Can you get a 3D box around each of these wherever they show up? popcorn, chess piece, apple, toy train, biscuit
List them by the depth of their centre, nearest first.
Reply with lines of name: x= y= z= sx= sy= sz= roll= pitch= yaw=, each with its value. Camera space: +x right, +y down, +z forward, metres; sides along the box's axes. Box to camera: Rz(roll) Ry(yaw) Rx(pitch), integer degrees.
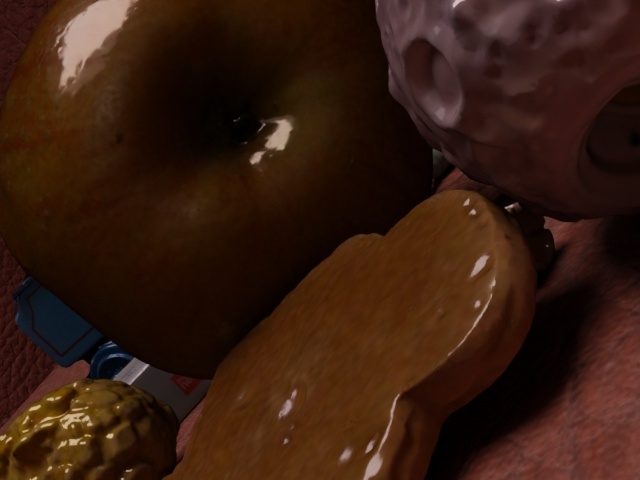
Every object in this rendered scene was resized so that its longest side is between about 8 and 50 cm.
biscuit: x=-0.009 y=0.120 z=0.559 sx=0.376 sy=0.051 sz=0.269 roll=-44 pitch=20 yaw=26
chess piece: x=0.099 y=0.014 z=0.622 sx=0.122 sy=0.066 sz=0.066 roll=-27 pitch=18 yaw=48
apple: x=-0.095 y=-0.073 z=0.803 sx=0.400 sy=0.400 sz=0.333 roll=-42 pitch=-4 yaw=5
popcorn: x=-0.216 y=0.209 z=0.844 sx=0.180 sy=0.180 sz=0.170 roll=-43 pitch=34 yaw=3
toy train: x=-0.267 y=0.072 z=1.270 sx=0.300 sy=0.265 sz=0.188 roll=-40 pitch=10 yaw=26

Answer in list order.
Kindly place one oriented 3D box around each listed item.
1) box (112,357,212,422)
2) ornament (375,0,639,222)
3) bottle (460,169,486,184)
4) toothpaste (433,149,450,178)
box: x=-0.245 y=0.229 z=1.051 sx=0.269 sy=0.079 sz=0.135 roll=-48 pitch=11 yaw=-24
ornament: x=0.153 y=-0.145 z=0.492 sx=0.259 sy=0.259 sz=0.225 roll=-38 pitch=54 yaw=31
bottle: x=0.170 y=-0.171 z=0.682 sx=0.082 sy=0.082 sz=0.286 roll=-53 pitch=-18 yaw=-45
toothpaste: x=0.167 y=-0.133 z=1.075 sx=0.067 sy=0.037 sz=0.255 roll=-32 pitch=11 yaw=49
